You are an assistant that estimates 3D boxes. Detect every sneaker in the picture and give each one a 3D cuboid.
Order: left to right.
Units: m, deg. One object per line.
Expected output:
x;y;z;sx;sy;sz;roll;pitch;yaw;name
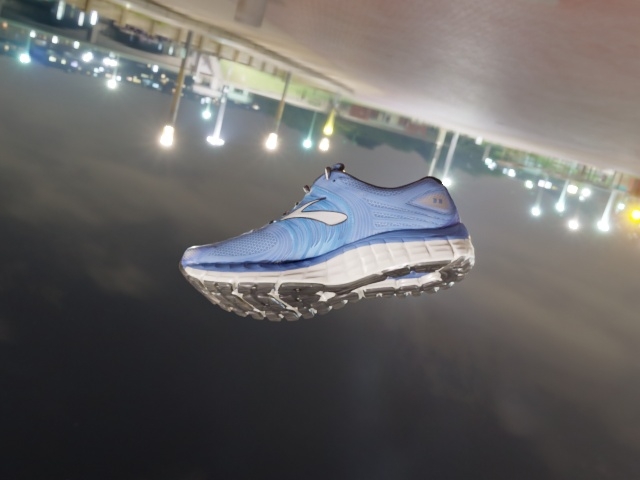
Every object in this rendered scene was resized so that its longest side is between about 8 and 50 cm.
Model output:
0.000;0.000;0.768;0.330;0.147;0.130;-9;154;6;sneaker
